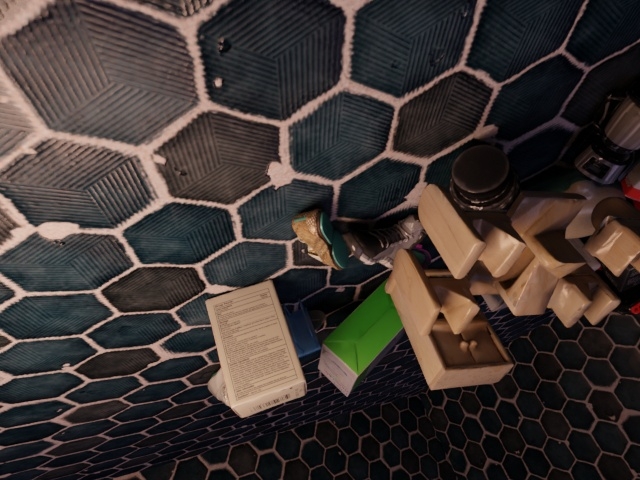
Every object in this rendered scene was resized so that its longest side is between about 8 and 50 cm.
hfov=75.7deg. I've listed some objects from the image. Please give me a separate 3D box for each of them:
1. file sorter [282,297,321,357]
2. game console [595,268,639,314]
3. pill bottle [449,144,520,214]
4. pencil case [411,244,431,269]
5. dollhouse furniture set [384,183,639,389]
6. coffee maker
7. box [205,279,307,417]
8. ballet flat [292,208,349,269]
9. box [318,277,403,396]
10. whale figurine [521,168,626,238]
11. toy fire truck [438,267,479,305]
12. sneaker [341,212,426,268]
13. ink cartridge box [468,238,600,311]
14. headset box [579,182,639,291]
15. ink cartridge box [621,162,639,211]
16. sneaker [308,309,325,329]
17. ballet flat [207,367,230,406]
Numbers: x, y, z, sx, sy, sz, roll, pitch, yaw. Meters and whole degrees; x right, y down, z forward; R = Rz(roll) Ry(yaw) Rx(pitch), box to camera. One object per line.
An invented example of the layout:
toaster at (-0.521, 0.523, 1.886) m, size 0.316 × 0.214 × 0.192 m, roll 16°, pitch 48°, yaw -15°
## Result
file sorter at (-0.104, 0.230, 1.014) m, size 0.171 × 0.118 × 0.104 m, roll -21°, pitch 146°, yaw -3°
game console at (0.902, 0.100, 1.280) m, size 0.342 × 0.060 × 0.386 m, roll -37°, pitch -172°, yaw -12°
pill bottle at (0.315, -0.085, 0.785) m, size 0.123 × 0.122 × 0.219 m, roll -31°, pitch 149°, yaw 13°
pencil case at (0.229, 0.076, 1.041) m, size 0.065 × 0.070 × 0.151 m, roll 15°, pitch 149°, yaw 4°
dollhouse furniture set at (0.296, 0.054, 0.759) m, size 0.363 × 0.256 × 0.393 m, roll 0°, pitch 133°, yaw -17°
coffee maker at (0.598, -0.207, 0.783) m, size 0.172 × 0.120 × 0.178 m, roll -14°, pitch 149°, yaw -16°
box at (-0.134, 0.226, 0.867) m, size 0.149 × 0.232 × 0.126 m, roll -17°, pitch 150°, yaw -10°
ballet flat at (0.000, 0.000, 0.783) m, size 0.067 × 0.072 × 0.206 m, roll -1°, pitch 152°, yaw 18°
box at (0.126, 0.269, 1.135) m, size 0.262 × 0.127 × 0.231 m, roll -39°, pitch 157°, yaw -26°
whale figurine at (0.531, -0.096, 0.936) m, size 0.273 × 0.141 × 0.216 m, roll 4°, pitch 155°, yaw 1°
toy fire truck at (0.313, 0.169, 1.194) m, size 0.246 × 0.158 × 0.217 m, roll 32°, pitch 116°, yaw -32°
sneaker at (0.141, -0.015, 0.834) m, size 0.132 × 0.086 × 0.229 m, roll -40°, pitch 156°, yaw 19°
ink cartridge box at (0.515, 0.043, 1.047) m, size 0.273 × 0.196 × 0.114 m, roll -12°, pitch 148°, yaw -18°
headset box at (0.763, -0.025, 1.061) m, size 0.131 × 0.246 × 0.283 m, roll -33°, pitch 147°, yaw 18°
ink cartridge box at (0.683, -0.163, 0.824) m, size 0.078 × 0.134 × 0.230 m, roll 22°, pitch 137°, yaw 5°
sneaker at (-0.025, 0.228, 1.135) m, size 0.061 × 0.053 × 0.152 m, roll -9°, pitch 154°, yaw -40°
ballet flat at (-0.235, 0.408, 1.195) m, size 0.139 × 0.139 × 0.400 m, roll -2°, pitch 144°, yaw -31°
